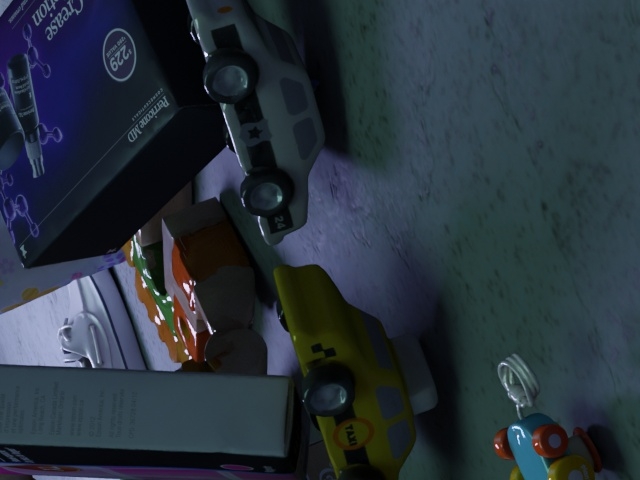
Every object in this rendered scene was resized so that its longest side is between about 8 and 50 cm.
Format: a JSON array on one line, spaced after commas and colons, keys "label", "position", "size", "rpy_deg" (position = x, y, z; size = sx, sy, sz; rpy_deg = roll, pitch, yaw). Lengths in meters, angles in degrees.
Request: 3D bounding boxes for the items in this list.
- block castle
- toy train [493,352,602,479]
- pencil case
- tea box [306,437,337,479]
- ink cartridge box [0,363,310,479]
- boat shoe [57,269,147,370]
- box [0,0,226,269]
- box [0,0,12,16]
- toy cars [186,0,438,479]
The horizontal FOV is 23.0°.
[{"label": "block castle", "position": [-0.244, 0.055, 1.448], "size": [0.453, 0.303, 0.213], "rpy_deg": [59, 159, 33]}, {"label": "toy train", "position": [0.157, 0.132, 0.835], "size": [0.166, 0.046, 0.125], "rpy_deg": [51, 152, 37]}, {"label": "pencil case", "position": [-0.341, 0.011, 1.716], "size": [0.113, 0.273, 0.124], "rpy_deg": [124, 123, -75]}, {"label": "tea box", "position": [-0.082, 0.385, 1.296], "size": [0.329, 0.323, 0.220], "rpy_deg": [66, 160, 15]}, {"label": "ink cartridge box", "position": [-0.196, 0.131, 1.136], "size": [0.176, 0.371, 0.069], "rpy_deg": [76, -162, -74]}, {"label": "boat shoe", "position": [-0.278, 0.125, 1.928], "size": [0.267, 0.088, 0.096], "rpy_deg": [71, 161, -3]}, {"label": "box", "position": [-0.174, -0.119, 1.252], "size": [0.261, 0.103, 0.184], "rpy_deg": [-40, 72, 44]}, {"label": "box", "position": [-0.246, -0.278, 1.365], "size": [0.232, 0.058, 0.322], "rpy_deg": [29, 140, 28]}, {"label": "toy cars", "position": [0.000, 0.000, 1.064], "size": [0.176, 0.087, 0.394], "rpy_deg": [90, 163, -84]}]
